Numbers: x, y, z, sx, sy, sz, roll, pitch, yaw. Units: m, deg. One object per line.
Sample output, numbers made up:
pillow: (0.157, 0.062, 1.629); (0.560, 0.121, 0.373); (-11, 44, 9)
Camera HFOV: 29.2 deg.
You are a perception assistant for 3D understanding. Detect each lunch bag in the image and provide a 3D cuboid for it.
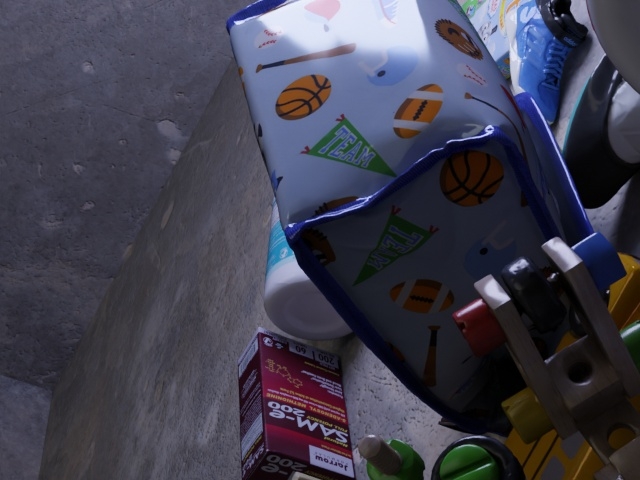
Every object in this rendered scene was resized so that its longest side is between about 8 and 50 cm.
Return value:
lunch bag: (0.112, -0.036, 1.140); (0.239, 0.385, 0.327); (-25, 43, 11)

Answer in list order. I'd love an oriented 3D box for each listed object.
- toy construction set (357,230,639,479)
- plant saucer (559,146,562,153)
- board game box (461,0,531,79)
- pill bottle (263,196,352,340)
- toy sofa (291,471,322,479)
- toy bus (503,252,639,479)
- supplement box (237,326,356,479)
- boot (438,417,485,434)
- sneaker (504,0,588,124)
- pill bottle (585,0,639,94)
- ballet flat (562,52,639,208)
toy construction set: (0.236, 0.115, 0.835); (0.257, 0.237, 0.309); (25, 74, 37)
plant saucer: (0.196, -0.061, 1.419); (0.188, 0.045, 0.188); (-60, 21, 25)
board game box: (0.230, -0.273, 1.561); (0.211, 0.039, 0.160); (-37, 37, 55)
pill bottle: (0.000, 0.000, 1.733); (0.146, 0.146, 0.264); (-51, 25, 42)
toy sofa: (0.050, 0.378, 1.192); (0.177, 0.150, 0.362); (-67, 19, 2)
toy bus: (0.220, 0.184, 0.996); (0.332, 0.108, 0.130); (-64, 20, 14)
supplement box: (-0.035, 0.231, 1.608); (0.073, 0.130, 0.239); (-57, 23, 29)
boot: (0.171, 0.143, 1.283); (0.106, 0.037, 0.114); (-15, 58, 51)
sneaker: (0.261, -0.209, 1.378); (0.085, 0.058, 0.152); (-25, 59, 39)
pill bottle: (0.296, -0.194, 0.880); (0.210, 0.210, 0.363); (-63, -6, 15)
ballet flat: (0.310, -0.159, 1.150); (0.096, 0.095, 0.280); (20, 89, 62)
